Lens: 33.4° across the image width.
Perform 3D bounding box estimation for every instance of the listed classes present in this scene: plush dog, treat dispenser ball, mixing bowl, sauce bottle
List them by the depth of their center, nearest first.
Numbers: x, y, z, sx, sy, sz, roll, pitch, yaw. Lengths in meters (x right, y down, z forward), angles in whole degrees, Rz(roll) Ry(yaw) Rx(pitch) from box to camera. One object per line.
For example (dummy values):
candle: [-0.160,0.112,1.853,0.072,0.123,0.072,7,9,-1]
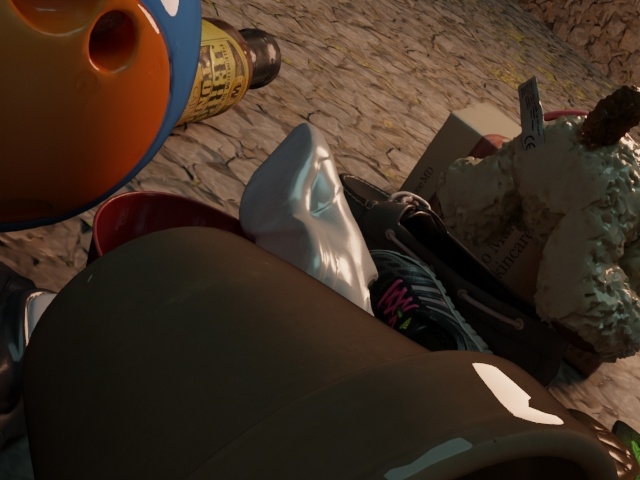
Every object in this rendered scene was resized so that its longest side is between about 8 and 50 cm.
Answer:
treat dispenser ball: [-0.224,-0.148,0.717,0.288,0.288,0.288,27,24,-14]
mixing bowl: [-0.091,0.058,0.727,0.181,0.098,0.181,28,25,-14]
plush dog: [0.272,-0.026,0.989,0.225,0.210,0.262,17,22,-45]
sauce bottle: [-0.139,-0.177,1.098,0.111,0.111,0.344,37,26,9]

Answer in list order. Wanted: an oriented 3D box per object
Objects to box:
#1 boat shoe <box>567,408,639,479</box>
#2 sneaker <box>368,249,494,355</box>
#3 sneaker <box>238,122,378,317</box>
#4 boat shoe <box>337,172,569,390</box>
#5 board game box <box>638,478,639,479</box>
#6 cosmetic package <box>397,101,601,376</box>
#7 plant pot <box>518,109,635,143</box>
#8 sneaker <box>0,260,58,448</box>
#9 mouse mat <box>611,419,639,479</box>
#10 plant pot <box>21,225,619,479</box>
boat shoe: [0.136,0.195,0.770,0.285,0.089,0.104,0,38,-48]
sneaker: [0.085,0.071,0.966,0.170,0.063,0.075,49,22,22]
sneaker: [0.000,0.000,0.759,0.094,0.080,0.212,35,27,-27]
boat shoe: [0.123,0.022,1.065,0.112,0.095,0.335,5,36,-47]
board game box: [0.415,0.234,0.796,0.302,0.308,0.086,44,-19,28]
cosmetic package: [0.242,-0.008,1.205,0.296,0.153,0.129,39,26,16]
plant pot: [0.315,-0.054,1.359,0.201,0.201,0.180,40,8,15]
sneaker: [-0.238,0.059,0.550,0.153,0.101,0.268,36,18,7]
mouse mat: [0.331,0.249,1.006,0.152,0.007,0.189,37,23,9]
plant pot: [-0.032,0.117,0.510,0.263,0.263,0.229,9,28,-43]
